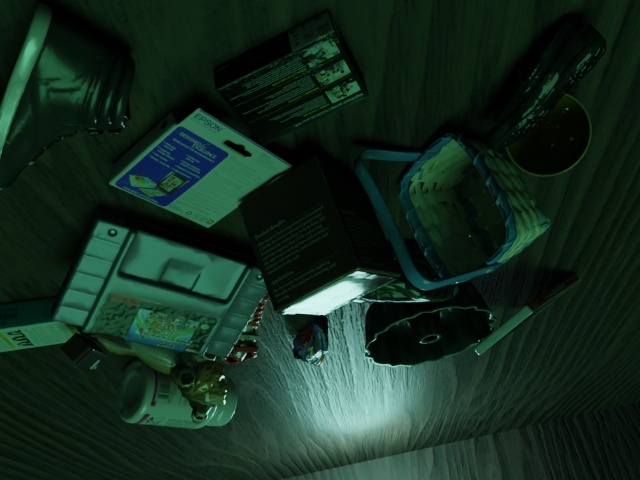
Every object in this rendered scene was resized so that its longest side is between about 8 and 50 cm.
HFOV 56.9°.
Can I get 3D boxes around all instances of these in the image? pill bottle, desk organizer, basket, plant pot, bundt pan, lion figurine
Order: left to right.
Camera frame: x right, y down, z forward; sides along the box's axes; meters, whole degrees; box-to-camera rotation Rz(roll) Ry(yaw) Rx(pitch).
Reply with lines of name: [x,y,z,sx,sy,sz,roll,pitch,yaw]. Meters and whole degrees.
desk organizer: [-0.480,0.228,1.204,0.047,0.050,0.130,-46,173,-17]
lion figurine: [-0.362,0.249,1.311,0.392,0.142,0.240,38,156,-5]
pill bottle: [-0.371,0.409,1.555,0.283,0.160,0.160,23,133,-41]
bundt pan: [0.255,0.190,1.463,0.330,0.124,0.331,-9,147,-6]
basket: [0.215,-0.045,0.978,0.289,0.255,0.201,-2,150,-35]
plant pot: [0.384,-0.173,0.974,0.134,0.134,0.095,-36,164,32]

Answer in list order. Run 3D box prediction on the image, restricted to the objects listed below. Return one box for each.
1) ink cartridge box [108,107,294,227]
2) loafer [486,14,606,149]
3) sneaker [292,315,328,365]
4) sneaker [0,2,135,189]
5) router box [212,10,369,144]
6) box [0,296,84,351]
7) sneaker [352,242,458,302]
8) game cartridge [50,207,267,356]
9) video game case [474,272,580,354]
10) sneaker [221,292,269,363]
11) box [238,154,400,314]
ink cartridge box: [-0.184,-0.116,0.931,0.208,0.045,0.206,-31,144,27]
loafer: [0.326,-0.232,0.894,0.076,0.078,0.223,-15,151,-44]
sneaker: [-0.027,0.265,1.527,0.087,0.083,0.221,2,142,-7]
sneaker: [-0.339,-0.150,0.773,0.147,0.105,0.296,18,132,-31]
router box: [-0.038,-0.219,0.823,0.179,0.046,0.133,-22,146,15]
box: [-0.623,0.176,1.214,0.244,0.060,0.100,-7,146,-8]
sneaker: [0.136,0.076,1.282,0.340,0.125,0.139,8,157,-18]
game cartridge: [-0.285,0.098,1.106,0.355,0.068,0.230,20,107,-32]
video game case: [0.533,0.187,1.516,0.285,0.025,0.204,-18,153,-43]
sneaker: [-0.151,0.166,1.273,0.090,0.145,0.270,8,142,-29]
box: [0.000,0.000,0.988,0.168,0.203,0.167,-29,160,25]
